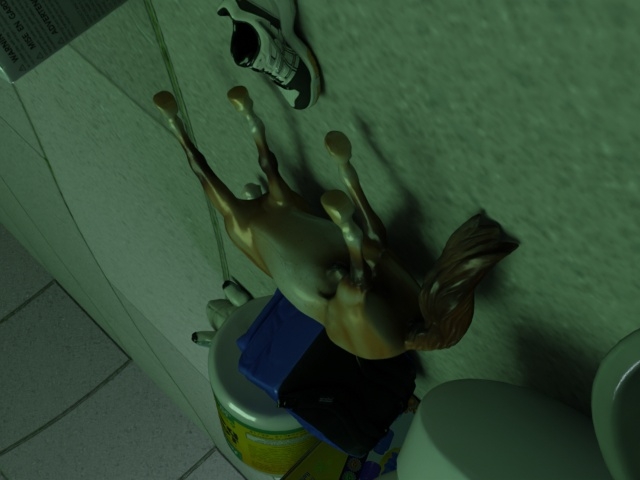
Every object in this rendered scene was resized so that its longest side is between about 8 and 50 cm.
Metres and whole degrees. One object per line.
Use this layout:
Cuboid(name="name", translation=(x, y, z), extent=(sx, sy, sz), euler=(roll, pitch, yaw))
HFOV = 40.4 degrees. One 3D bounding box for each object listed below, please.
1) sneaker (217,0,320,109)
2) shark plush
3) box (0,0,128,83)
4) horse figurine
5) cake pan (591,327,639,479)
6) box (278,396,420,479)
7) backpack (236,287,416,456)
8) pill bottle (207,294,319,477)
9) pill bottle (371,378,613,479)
Cuboid(name="sneaker", translation=(-0.027, -0.093, 0.428), extent=(0.032, 0.037, 0.083), euler=(30, 157, 38))
Cuboid(name="shark plush", translation=(-0.055, 0.096, 0.909), extent=(0.161, 0.073, 0.067), euler=(17, 171, 21))
Cuboid(name="box", translation=(-0.224, -0.193, 0.560), extent=(0.203, 0.103, 0.114), euler=(29, 154, 45))
Cuboid(name="horse figurine", translation=(0.000, 0.000, 0.512), extent=(0.263, 0.066, 0.174), euler=(30, 154, 43))
Cuboid(name="cake pan", translation=(0.221, 0.116, 0.266), extent=(0.293, 0.054, 0.293), euler=(41, 161, 18))
Cuboid(name="box", translation=(0.090, 0.311, 0.773), extent=(0.279, 0.177, 0.290), euler=(42, 161, 17))
Cuboid(name="backpack", translation=(0.008, 0.089, 0.638), extent=(0.120, 0.098, 0.101), euler=(45, 171, -35))
Cuboid(name="pill bottle", translation=(-0.036, 0.144, 0.788), extent=(0.117, 0.117, 0.208), euler=(41, 157, 20))
Cuboid(name="pill bottle", translation=(0.068, 0.236, 0.485), extent=(0.169, 0.169, 0.302), euler=(33, 115, 38))
